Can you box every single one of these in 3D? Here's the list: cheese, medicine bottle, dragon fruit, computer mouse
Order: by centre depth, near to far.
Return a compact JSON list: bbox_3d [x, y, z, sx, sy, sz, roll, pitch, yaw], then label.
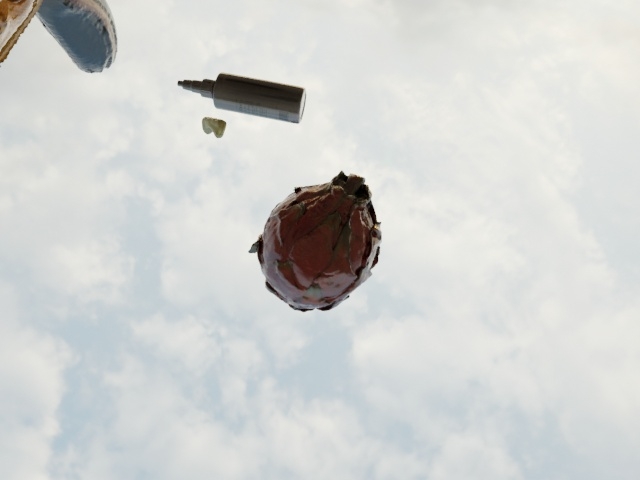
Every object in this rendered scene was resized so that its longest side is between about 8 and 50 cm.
[{"bbox_3d":[-0.123,-0.224,0.904,0.199,0.058,0.058,11,-122,4],"label":"medicine bottle"},{"bbox_3d":[-0.435,-0.409,0.995,0.183,0.323,0.116,44,-99,7],"label":"computer mouse"},{"bbox_3d":[0.000,0.000,1.159,0.244,0.299,0.244,22,-162,-7],"label":"dragon fruit"},{"bbox_3d":[-0.240,-0.254,1.328,0.030,0.044,0.083,6,-171,-42],"label":"cheese"}]

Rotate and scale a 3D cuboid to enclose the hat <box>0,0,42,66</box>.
[{"bbox_3d":[-0.444,-0.267,0.598,0.233,0.244,0.234,39,-113,-23],"label":"hat"}]
